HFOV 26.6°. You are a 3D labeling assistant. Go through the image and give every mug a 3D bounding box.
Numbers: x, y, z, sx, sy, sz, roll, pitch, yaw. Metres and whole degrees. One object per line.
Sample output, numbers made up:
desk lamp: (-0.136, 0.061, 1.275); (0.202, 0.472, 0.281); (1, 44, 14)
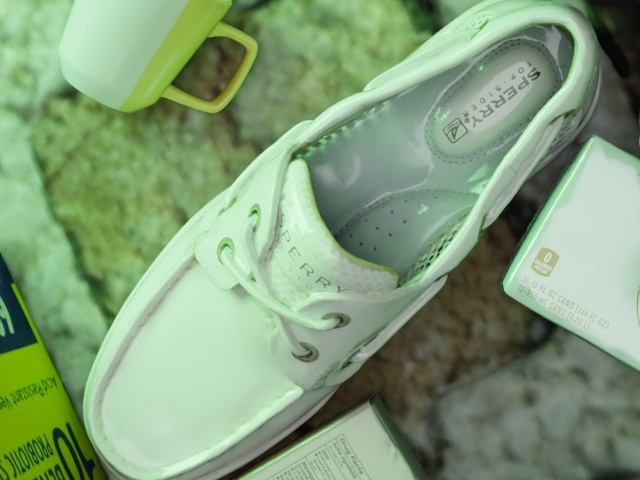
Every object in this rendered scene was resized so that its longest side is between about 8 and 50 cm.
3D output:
mug: (-0.073, -0.086, 0.573); (0.078, 0.062, 0.064); (34, 103, 11)

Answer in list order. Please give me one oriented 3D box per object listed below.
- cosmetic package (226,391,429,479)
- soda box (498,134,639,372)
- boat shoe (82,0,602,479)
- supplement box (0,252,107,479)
cosmetic package: (-0.011, 0.119, 0.579); (0.115, 0.041, 0.060); (-30, 88, 6)
soda box: (0.182, 0.042, 0.544); (0.216, 0.069, 0.074); (30, 93, 4)
boat shoe: (0.000, 0.000, 0.547); (0.098, 0.096, 0.277); (45, 95, 3)
supplement box: (-0.165, 0.198, 0.522); (0.195, 0.194, 0.357); (-26, 89, 6)
